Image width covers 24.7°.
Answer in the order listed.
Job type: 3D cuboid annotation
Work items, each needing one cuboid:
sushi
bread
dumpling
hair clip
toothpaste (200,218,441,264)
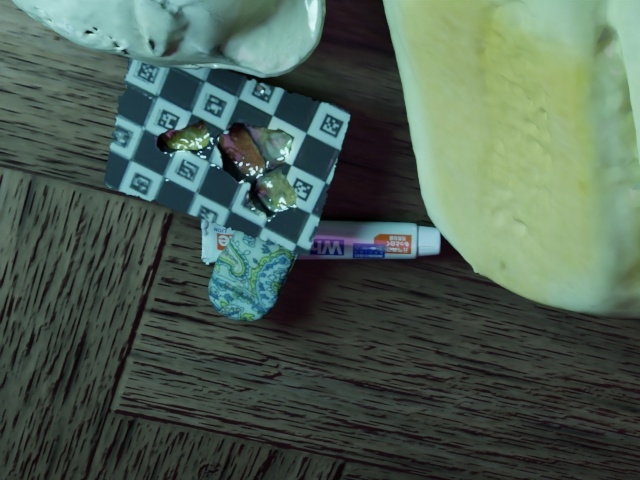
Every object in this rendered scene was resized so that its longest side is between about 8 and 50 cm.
[{"bbox_3d":[-0.082,-0.083,1.246,0.201,0.031,0.139,20,113,6],"label":"sushi"},{"bbox_3d":[0.220,-0.124,1.085,0.348,0.253,0.376,19,138,38],"label":"bread"},{"bbox_3d":[-0.134,-0.261,1.087,0.318,0.187,0.243,23,81,-27],"label":"dumpling"},{"bbox_3d":[-0.039,-0.020,1.288,0.066,0.036,0.229,26,113,1],"label":"hair clip"},{"bbox_3d":[0.000,0.000,1.330,0.218,0.033,0.052,1,119,1],"label":"toothpaste"}]
